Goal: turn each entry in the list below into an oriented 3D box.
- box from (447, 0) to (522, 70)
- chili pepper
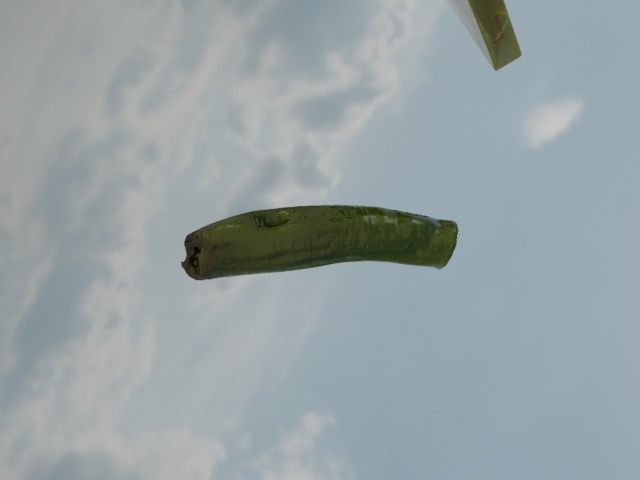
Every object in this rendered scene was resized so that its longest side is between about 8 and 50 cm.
[{"bbox_3d":[0.119,-0.319,1.503,0.041,0.153,0.279,-31,-118,4],"label":"box"},{"bbox_3d":[0.000,0.000,1.037,0.050,0.201,0.052,-168,-104,-83],"label":"chili pepper"}]
